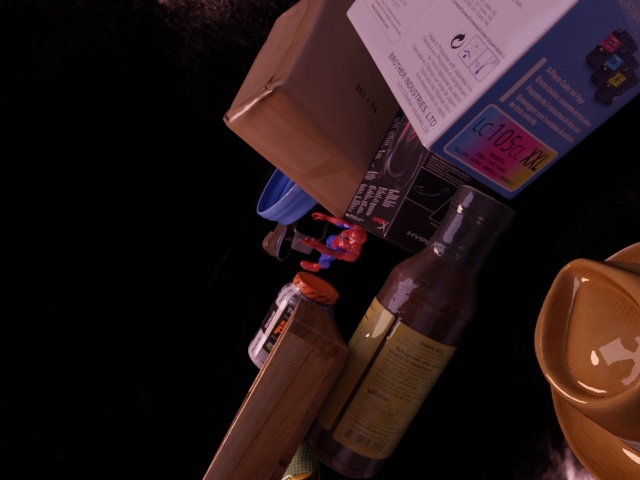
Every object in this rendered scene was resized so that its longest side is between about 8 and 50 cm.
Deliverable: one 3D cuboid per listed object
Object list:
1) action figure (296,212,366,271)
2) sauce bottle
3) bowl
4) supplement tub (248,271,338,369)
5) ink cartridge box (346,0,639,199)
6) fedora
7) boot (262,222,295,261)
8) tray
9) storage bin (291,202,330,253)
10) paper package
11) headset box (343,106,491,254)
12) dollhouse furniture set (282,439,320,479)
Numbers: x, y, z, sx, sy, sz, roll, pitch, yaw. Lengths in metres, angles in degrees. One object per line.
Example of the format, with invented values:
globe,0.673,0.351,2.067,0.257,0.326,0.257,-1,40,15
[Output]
action figure,0.000,0.000,1.064,0.280,0.139,0.091,-21,46,65
sauce bottle,0.105,0.103,0.575,0.344,0.112,0.111,-60,15,9
bowl,-0.017,-0.206,1.287,0.391,0.077,0.391,-47,19,22
supplement tub,-0.049,0.163,0.976,0.190,0.117,0.117,-61,15,12
ink cartridge box,0.232,-0.274,0.460,0.395,0.151,0.269,-46,44,31
fedora,0.206,0.069,0.340,0.194,0.079,0.194,-56,16,25
boot,-0.092,-0.035,1.593,0.219,0.082,0.106,-57,38,9
tray,-0.050,0.195,0.698,0.202,0.076,0.411,-61,0,-4
storage bin,-0.038,-0.035,1.341,0.091,0.098,0.135,117,169,-47
paper package,0.034,-0.249,0.930,0.168,0.325,0.309,-13,48,45
headset box,0.169,-0.127,0.738,0.293,0.110,0.218,-63,15,2
dollhouse furniture set,-0.131,0.397,0.786,0.301,0.151,0.197,-58,16,18
